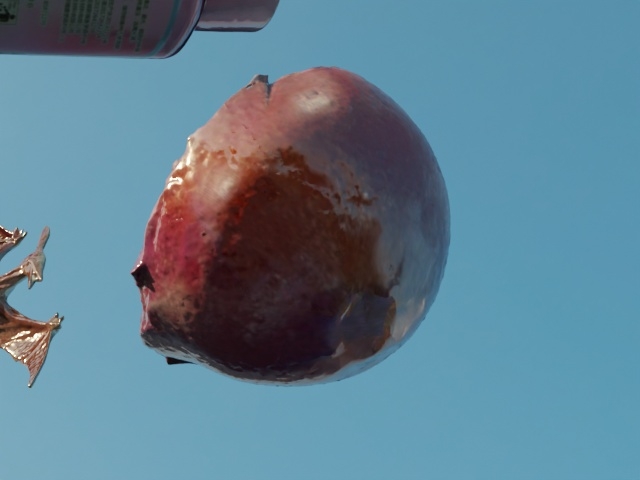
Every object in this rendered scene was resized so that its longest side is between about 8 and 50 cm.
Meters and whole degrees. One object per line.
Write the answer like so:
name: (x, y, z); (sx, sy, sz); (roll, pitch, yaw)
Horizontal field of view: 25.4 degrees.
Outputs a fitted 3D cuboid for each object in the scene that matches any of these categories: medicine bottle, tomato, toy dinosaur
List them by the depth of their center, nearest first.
medicine bottle: (-0.119, -0.157, 0.774); (0.188, 0.119, 0.094); (-2, -62, -29)
toy dinosaur: (-0.236, 0.037, 1.026); (0.108, 0.220, 0.032); (-29, -46, -4)
tomato: (-0.001, 0.002, 1.295); (0.176, 0.335, 0.290); (30, -59, 41)
